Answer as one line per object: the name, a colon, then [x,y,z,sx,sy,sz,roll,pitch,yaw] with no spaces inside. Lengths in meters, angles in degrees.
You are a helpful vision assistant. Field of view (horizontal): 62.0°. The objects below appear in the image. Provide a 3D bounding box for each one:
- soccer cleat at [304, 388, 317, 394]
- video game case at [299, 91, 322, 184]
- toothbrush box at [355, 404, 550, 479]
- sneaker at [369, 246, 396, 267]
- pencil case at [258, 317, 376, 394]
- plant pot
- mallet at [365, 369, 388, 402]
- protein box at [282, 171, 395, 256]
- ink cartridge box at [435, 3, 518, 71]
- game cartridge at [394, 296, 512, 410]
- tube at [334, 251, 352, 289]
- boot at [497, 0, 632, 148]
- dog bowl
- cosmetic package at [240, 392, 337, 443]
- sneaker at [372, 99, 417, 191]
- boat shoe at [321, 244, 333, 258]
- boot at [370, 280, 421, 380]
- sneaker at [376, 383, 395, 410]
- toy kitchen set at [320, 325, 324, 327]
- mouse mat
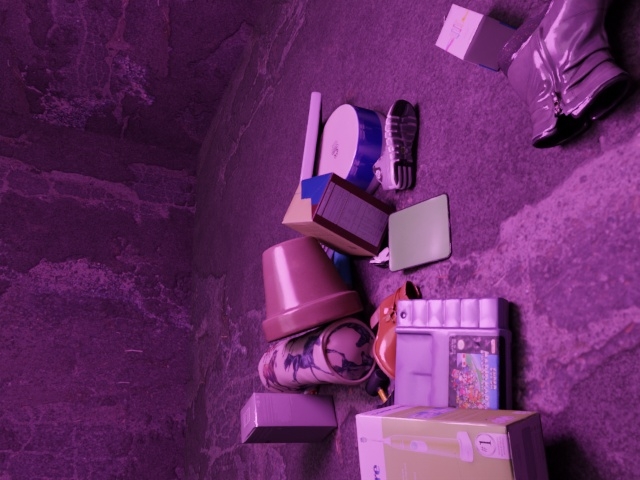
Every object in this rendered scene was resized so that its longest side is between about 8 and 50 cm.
soccer cleat: [-0.034,0.462,1.601,0.035,0.029,0.083,-110,33,-41]
video game case: [-0.030,-0.263,1.704,0.300,0.036,0.328,86,-170,-84]
toothbrush box: [0.206,0.381,0.852,0.283,0.122,0.206,-14,77,42]
sneaker: [0.164,0.041,1.329,0.109,0.040,0.043,-18,55,56]
pencil case: [-0.008,0.321,1.425,0.410,0.184,0.159,-33,57,55]
plant pot: [-0.045,0.117,1.380,0.263,0.263,0.229,-33,73,58]
mallet: [0.154,0.390,1.222,0.062,0.039,0.189,-61,35,33]
protein box: [0.044,-0.063,1.386,0.200,0.201,0.135,0,64,65]
ink cartridge box: [0.315,-0.423,1.103,0.143,0.092,0.089,-116,42,-54]
game cartridge: [0.236,0.282,0.977,0.230,0.068,0.354,-10,71,48]
tube: [0.061,0.047,1.532,0.080,0.052,0.207,-48,34,46]
boot: [0.428,-0.317,0.826,0.338,0.118,0.222,115,150,-52]
dog bowl: [0.086,-0.246,1.514,0.265,0.104,0.264,-35,50,57]
cosmetic package: [-0.088,0.489,1.461,0.127,0.238,0.107,120,151,-42]
sneaker: [0.175,-0.232,1.346,0.132,0.086,0.228,163,113,-65]
boat shoe: [0.000,0.000,1.561,0.096,0.088,0.267,-102,34,-70]
boot: [0.180,0.200,1.191,0.152,0.073,0.197,-54,38,36]
sneaker: [0.156,0.354,1.130,0.097,0.084,0.234,10,86,47]
toy kitchen set: [-0.008,0.211,1.570,0.075,0.083,0.068,-48,41,50]
mouse mat: [0.222,-0.015,1.218,0.190,0.007,0.152,-20,62,49]
